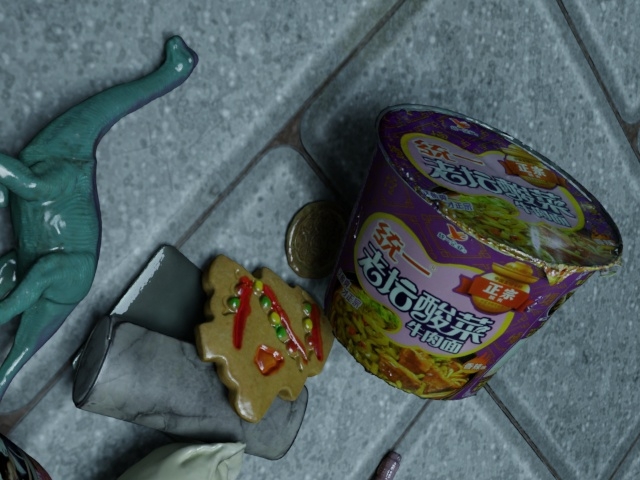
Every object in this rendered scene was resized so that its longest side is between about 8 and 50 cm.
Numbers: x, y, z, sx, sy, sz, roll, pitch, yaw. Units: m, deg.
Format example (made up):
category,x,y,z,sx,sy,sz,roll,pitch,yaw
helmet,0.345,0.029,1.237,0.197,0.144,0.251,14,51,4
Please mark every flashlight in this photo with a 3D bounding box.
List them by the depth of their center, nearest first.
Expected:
category,x,y,z,sx,sy,sz,roll,pitch,yaw
flashlight,0.088,0.369,1.330,0.110,0.031,0.052,-61,149,-13

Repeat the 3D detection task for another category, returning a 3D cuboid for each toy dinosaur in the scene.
category,x,y,z,sx,sy,sz,roll,pitch,yaw
toy dinosaur,-0.250,-0.019,0.988,0.331,0.129,0.383,-19,111,-39

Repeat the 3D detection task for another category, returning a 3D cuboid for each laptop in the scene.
category,x,y,z,sx,sy,sz,roll,pitch,yaw
laptop,-0.162,0.152,1.122,0.269,0.015,0.187,45,74,-32

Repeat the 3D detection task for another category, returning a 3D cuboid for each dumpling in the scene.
category,x,y,z,sx,sy,sz,roll,pitch,yaw
dumpling,-0.188,0.327,1.066,0.250,0.162,0.132,-40,76,-13

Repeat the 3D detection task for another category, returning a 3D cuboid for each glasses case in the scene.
category,x,y,z,sx,sy,sz,roll,pitch,yaw
glasses case,-0.152,0.188,1.088,0.299,0.060,0.114,25,81,-36

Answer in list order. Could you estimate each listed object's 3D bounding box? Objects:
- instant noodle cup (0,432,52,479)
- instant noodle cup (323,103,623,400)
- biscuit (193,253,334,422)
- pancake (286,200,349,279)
category,x,y,z,sx,sy,sz,roll,pitch,yaw
instant noodle cup,-0.371,0.250,0.828,0.244,0.244,0.255,-51,154,-15
instant noodle cup,0.165,0.028,1.117,0.340,0.340,0.266,4,126,-35
biscuit,-0.060,0.118,1.125,0.239,0.041,0.212,-1,69,-46
pancake,-0.001,0.000,1.204,0.115,0.011,0.115,-9,107,-32
